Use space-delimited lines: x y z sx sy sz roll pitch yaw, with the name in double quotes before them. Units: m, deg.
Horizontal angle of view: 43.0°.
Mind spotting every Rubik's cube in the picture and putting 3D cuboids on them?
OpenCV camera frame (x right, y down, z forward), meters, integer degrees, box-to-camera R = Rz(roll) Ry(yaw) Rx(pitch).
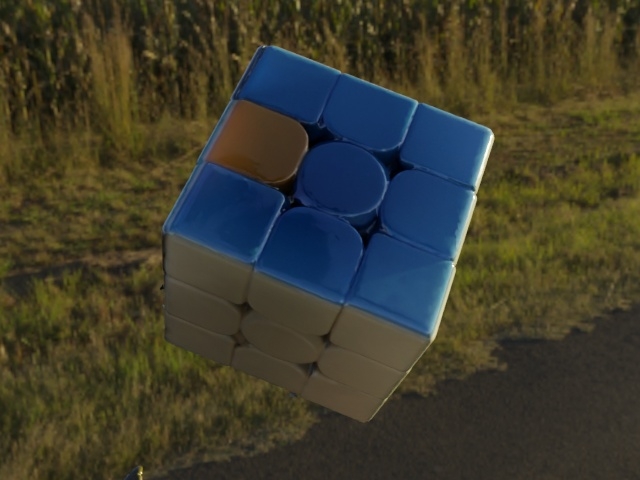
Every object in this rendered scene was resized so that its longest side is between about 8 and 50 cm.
"Rubik's cube" 0.000 0.000 0.970 0.292 0.291 0.290 21 59 2

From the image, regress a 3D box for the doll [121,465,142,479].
"doll" -0.143 0.217 0.565 0.077 0.113 0.078 -16 33 -1
